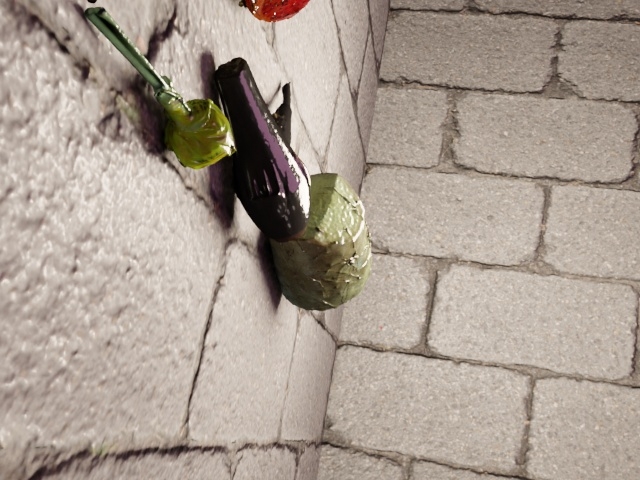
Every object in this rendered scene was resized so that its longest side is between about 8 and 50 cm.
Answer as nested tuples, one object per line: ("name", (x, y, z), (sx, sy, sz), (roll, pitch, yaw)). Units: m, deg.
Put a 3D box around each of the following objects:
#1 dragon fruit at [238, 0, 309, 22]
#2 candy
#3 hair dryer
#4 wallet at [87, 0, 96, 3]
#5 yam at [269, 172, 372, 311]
("dragon fruit", (-0.081, -0.384, 0.941), (0.161, 0.120, 0.127), (-39, -177, -40))
("candy", (-0.165, -0.156, 0.689), (0.262, 0.073, 0.077), (52, 27, -65))
("hair dryer", (-0.083, -0.200, 1.060), (0.359, 0.120, 0.303), (-86, 161, -50))
("wallet", (-0.187, -0.300, 0.547), (0.095, 0.026, 0.176), (65, 33, -66))
("yam", (0.004, 0.003, 1.309), (0.271, 0.201, 0.202), (70, 27, -53))
